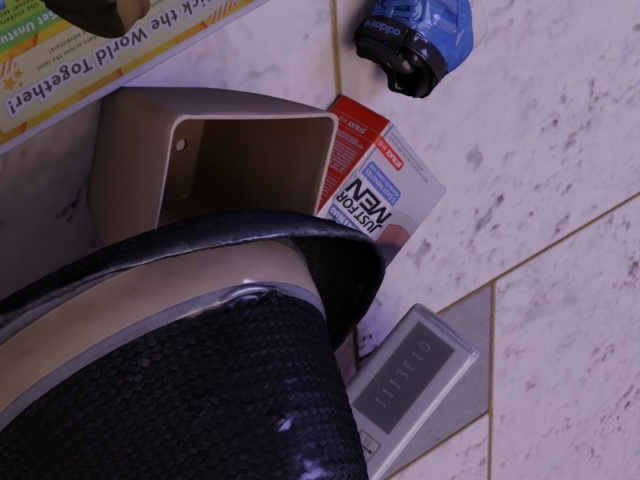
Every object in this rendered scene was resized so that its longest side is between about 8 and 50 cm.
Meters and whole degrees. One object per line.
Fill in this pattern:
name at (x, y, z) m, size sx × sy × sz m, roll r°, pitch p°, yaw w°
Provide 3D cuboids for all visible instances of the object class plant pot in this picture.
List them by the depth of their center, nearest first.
plant pot at (-0.070, -0.036, 0.642) m, size 0.109 × 0.096 × 0.109 m, roll -6°, pitch 119°, yaw -40°

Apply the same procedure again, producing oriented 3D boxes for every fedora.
fedora at (-0.082, 0.133, 0.606) m, size 0.334 × 0.152 × 0.334 m, roll -23°, pitch 155°, yaw -12°

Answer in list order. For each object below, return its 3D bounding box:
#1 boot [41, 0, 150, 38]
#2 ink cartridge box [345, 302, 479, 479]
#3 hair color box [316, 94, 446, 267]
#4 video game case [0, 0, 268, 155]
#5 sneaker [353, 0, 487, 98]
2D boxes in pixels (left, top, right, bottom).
boot at (-0.063, -0.249, 0.442) m, size 0.269 × 0.089 × 0.236 m, roll -49°, pitch 126°, yaw -18°
ink cartridge box at (-0.001, 0.176, 0.840) m, size 0.275 × 0.060 × 0.239 m, roll -50°, pitch 175°, yaw -6°
hair color box at (0.000, 0.000, 0.764) m, size 0.167 × 0.053 × 0.093 m, roll -51°, pitch 139°, yaw -3°
video game case at (-0.119, -0.171, 0.565) m, size 0.227 × 0.026 × 0.206 m, roll -35°, pitch 134°, yaw -23°
sneaker at (0.054, -0.151, 0.714) m, size 0.085 × 0.058 × 0.152 m, roll -51°, pitch 146°, yaw -19°
